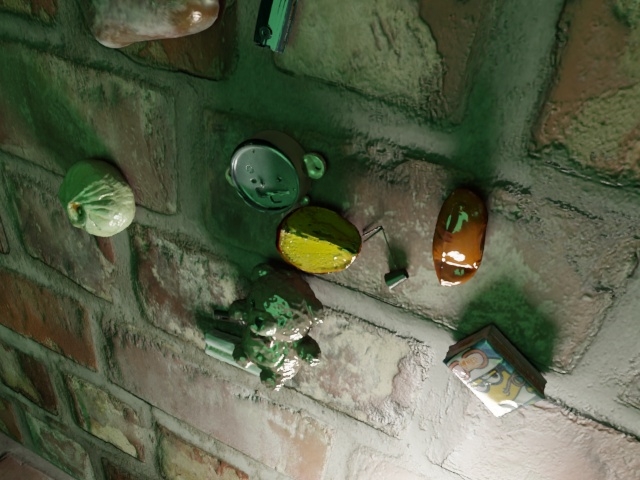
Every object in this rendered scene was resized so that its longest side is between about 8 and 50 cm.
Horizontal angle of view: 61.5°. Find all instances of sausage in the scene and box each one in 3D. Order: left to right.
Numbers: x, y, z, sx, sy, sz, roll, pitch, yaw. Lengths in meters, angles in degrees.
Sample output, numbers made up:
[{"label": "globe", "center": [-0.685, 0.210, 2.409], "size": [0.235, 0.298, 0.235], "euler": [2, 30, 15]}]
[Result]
[{"label": "sausage", "center": [0.230, -0.004, 0.889], "size": [0.089, 0.089, 0.179], "euler": [17, 130, 20]}]

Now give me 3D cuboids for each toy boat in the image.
[{"label": "toy boat", "center": [-0.064, -0.370, 0.841], "size": [0.055, 0.060, 0.141], "euler": [27, 122, 13]}]

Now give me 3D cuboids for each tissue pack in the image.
[{"label": "tissue pack", "center": [0.323, 0.245, 0.999], "size": [0.155, 0.065, 0.115], "euler": [45, 130, -2]}]

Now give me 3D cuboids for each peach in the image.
[{"label": "peach", "center": [0.002, -0.005, 1.009], "size": [0.172, 0.092, 0.127], "euler": [0, 131, 24]}]

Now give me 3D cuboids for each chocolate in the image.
[{"label": "chocolate", "center": [-0.319, -0.435, 0.928], "size": [0.303, 0.100, 0.185], "euler": [4, 124, 32]}]

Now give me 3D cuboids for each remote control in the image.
[{"label": "remote control", "center": [-0.223, 0.190, 1.318], "size": [0.091, 0.016, 0.034], "euler": [4, 116, 28]}]

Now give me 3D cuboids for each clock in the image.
[{"label": "clock", "center": [-0.095, -0.124, 1.012], "size": [0.229, 0.063, 0.155], "euler": [0, 118, 32]}]

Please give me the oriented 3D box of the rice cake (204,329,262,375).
[{"label": "rice cake", "center": [-0.193, 0.285, 1.344], "size": [0.226, 0.040, 0.085], "euler": [16, 126, 21]}]

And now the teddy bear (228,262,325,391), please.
[{"label": "teddy bear", "center": [-0.092, 0.187, 1.153], "size": [0.236, 0.151, 0.267], "euler": [32, 135, 18]}]

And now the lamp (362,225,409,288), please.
[{"label": "lamp", "center": [0.125, 0.032, 1.003], "size": [0.054, 0.041, 0.121], "euler": [-27, 106, 31]}]

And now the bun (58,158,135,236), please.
[{"label": "bun", "center": [-0.532, -0.091, 1.256], "size": [0.195, 0.118, 0.195], "euler": [17, 130, 22]}]
